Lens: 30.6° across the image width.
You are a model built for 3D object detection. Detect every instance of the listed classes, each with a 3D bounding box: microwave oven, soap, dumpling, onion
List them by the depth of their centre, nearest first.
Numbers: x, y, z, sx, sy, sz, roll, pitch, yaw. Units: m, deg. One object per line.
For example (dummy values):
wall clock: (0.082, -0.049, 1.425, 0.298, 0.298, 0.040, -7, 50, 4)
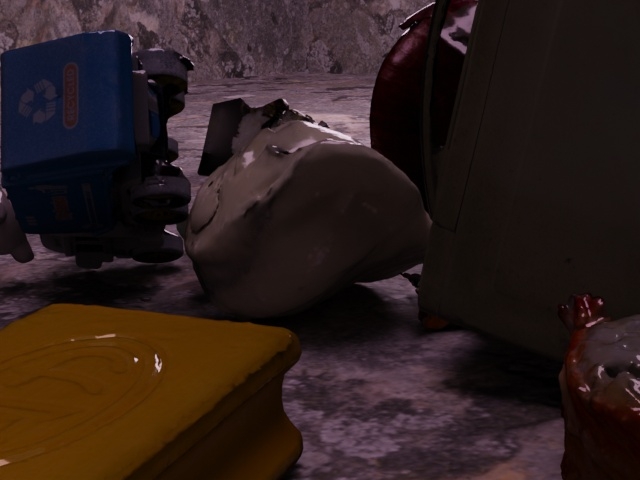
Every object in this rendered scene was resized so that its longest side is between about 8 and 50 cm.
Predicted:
soap: (-0.154, 0.126, 0.638, 0.204, 0.096, 0.324, 4, 14, 18)
microwave oven: (0.272, -0.112, 0.870, 0.333, 0.394, 0.247, 19, 20, 24)
dumpling: (0.000, 0.000, 1.083, 0.243, 0.187, 0.318, 23, -14, -21)
onion: (0.201, -0.123, 1.254, 0.314, 0.314, 0.232, -3, 11, -10)

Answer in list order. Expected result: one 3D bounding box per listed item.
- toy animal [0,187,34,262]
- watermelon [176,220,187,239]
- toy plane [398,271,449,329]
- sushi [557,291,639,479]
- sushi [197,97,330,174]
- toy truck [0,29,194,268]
toy animal: (-0.400, 0.000, 1.183, 0.181, 0.131, 0.127, -31, -11, -16)
watermelon: (-0.094, -0.010, 1.326, 0.155, 0.080, 0.101, -11, -4, 32)
toy plane: (0.168, 0.045, 1.053, 0.188, 0.062, 0.135, -2, 12, -5)
sushi: (0.242, 0.114, 0.608, 0.332, 0.124, 0.130, 13, 29, 44)
sushi: (-0.061, -0.156, 1.873, 0.273, 0.134, 0.109, -3, -23, 40)
toy truck: (-0.213, -0.080, 1.154, 0.175, 0.146, 0.367, -1, -17, -8)
